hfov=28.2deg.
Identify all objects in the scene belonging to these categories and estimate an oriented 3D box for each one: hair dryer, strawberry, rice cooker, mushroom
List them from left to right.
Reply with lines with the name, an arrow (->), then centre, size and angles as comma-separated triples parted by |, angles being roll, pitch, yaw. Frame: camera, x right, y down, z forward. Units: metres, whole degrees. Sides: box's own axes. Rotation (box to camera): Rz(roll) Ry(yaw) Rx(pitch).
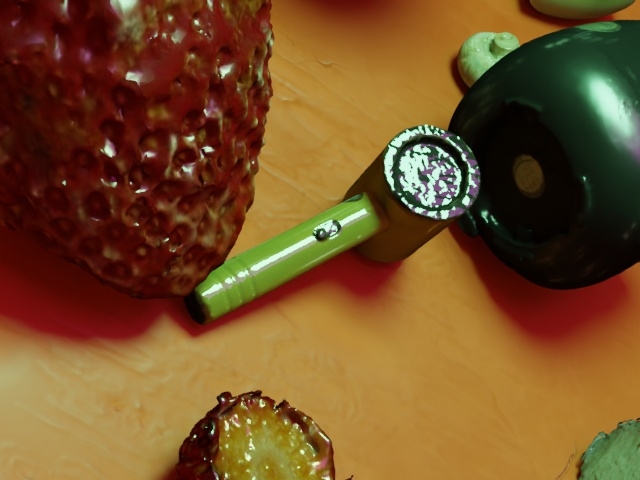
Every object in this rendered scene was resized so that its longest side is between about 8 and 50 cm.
strawberry -> -0.180, -0.134, 0.966 | 0.291, 0.310, 0.292 | 7, 33, -5
strawberry -> -0.050, 0.186, 0.969 | 0.145, 0.086, 0.145 | 19, 56, -30
hair dryer -> 0.000, 0.000, 1.111 | 0.278, 0.135, 0.090 | -27, 83, -26
mushroom -> 0.190, -0.193, 1.386 | 0.083, 0.067, 0.084 | 10, 51, -12
rice cooker -> 0.262, -0.084, 1.261 | 0.224, 0.267, 0.267 | -24, 81, -36

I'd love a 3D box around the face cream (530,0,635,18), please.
face cream -> 0.302, -0.426, 1.600 | 0.173, 0.081, 0.349 | 9, 60, -31

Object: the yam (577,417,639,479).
yam -> 0.369, 0.297, 1.205 | 0.279, 0.131, 0.131 | 42, 47, -12
